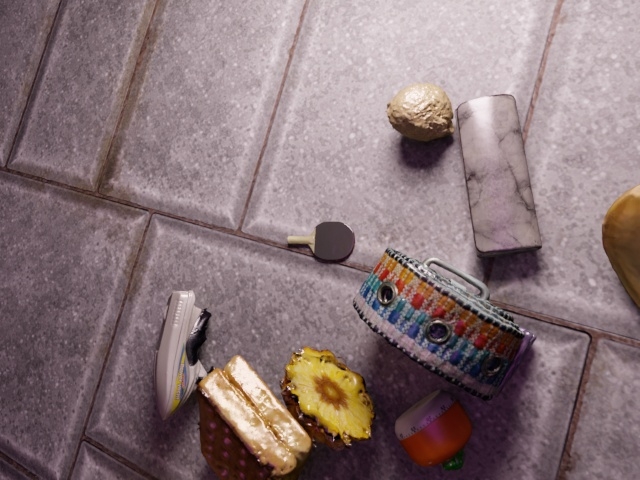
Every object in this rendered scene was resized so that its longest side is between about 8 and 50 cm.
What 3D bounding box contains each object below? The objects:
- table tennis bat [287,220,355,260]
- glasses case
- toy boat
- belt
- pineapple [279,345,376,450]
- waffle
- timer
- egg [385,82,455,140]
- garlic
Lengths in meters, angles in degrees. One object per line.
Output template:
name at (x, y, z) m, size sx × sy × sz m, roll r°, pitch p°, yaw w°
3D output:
table tennis bat at (0.000, 0.000, 0.943) m, size 0.157 × 0.013 × 0.087 m, roll 2°, pitch 82°, yaw 21°
glasses case at (0.331, -0.122, 0.810) m, size 0.114 × 0.060 × 0.299 m, roll -9°, pitch 78°, yaw 17°
toy boat at (-0.305, 0.250, 0.963) m, size 0.141 × 0.141 × 0.269 m, roll -12°, pitch 77°, yaw 19°
belt at (0.212, 0.126, 0.736) m, size 0.295 × 0.207 × 0.160 m, roll 33°, pitch 96°, yaw 21°
pineapple at (0.008, 0.295, 0.794) m, size 0.225 × 0.225 × 0.076 m, roll 47°, pitch 116°, yaw 21°
waffle at (-0.135, 0.384, 0.798) m, size 0.224 × 0.098 × 0.327 m, roll 41°, pitch 140°, yaw 25°
timer at (0.208, 0.345, 0.763) m, size 0.136 × 0.099 × 0.136 m, roll 2°, pitch 95°, yaw 23°
egg at (0.200, -0.251, 0.851) m, size 0.140 × 0.116 × 0.118 m, roll 0°, pitch 65°, yaw -20°
garlic at (0.532, 0.073, 0.637) m, size 0.151 × 0.196 × 0.338 m, roll -17°, pitch 83°, yaw 32°
